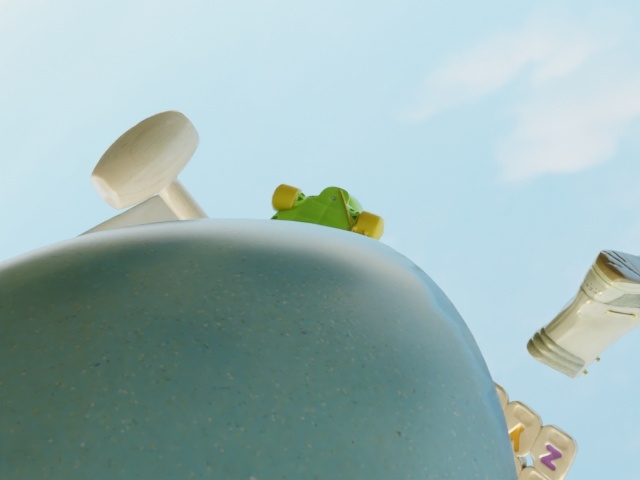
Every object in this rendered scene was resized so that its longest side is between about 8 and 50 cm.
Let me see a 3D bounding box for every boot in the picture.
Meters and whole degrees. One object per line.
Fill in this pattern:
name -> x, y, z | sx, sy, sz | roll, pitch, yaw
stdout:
boot -> 0.364, 0.098, 1.371 | 0.165, 0.213, 0.077 | -55, -135, 26

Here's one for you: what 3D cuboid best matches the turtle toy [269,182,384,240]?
turtle toy -> 0.000, 0.000, 0.879 | 0.095, 0.066, 0.130 | 20, -136, 13

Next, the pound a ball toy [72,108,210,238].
pound a ball toy -> -0.110, 0.087, 0.816 | 0.135, 0.319, 0.208 | -32, -172, -25

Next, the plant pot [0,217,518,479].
plant pot -> -0.095, 0.117, 0.444 | 0.290, 0.195, 0.290 | -22, -119, 47

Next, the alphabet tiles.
alphabet tiles -> 0.238, 0.338, 1.523 | 0.284, 0.021, 0.278 | 34, -62, 33
